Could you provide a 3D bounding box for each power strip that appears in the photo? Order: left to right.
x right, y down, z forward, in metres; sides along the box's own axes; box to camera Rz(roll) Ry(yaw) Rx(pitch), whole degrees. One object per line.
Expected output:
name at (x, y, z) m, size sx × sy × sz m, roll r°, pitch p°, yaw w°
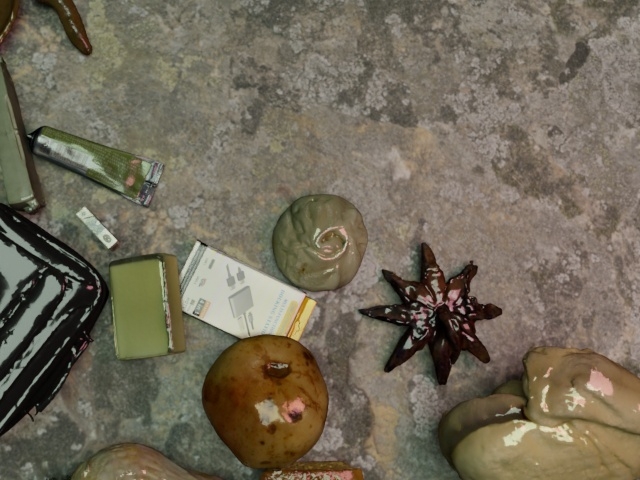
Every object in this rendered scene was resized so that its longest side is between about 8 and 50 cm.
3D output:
power strip at (-0.534, -0.180, 1.278) m, size 0.048 × 0.080 × 0.286 m, roll -15°, pitch 83°, yaw -9°

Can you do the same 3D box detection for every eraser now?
eraser at (-0.294, 0.113, 1.262) m, size 0.117 × 0.058 × 0.172 m, roll -10°, pitch 82°, yaw 21°

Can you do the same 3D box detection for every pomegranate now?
pomegranate at (-0.092, 0.268, 1.220) m, size 0.215 × 0.215 × 0.215 m, roll 1°, pitch 81°, yaw -8°

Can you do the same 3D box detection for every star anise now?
star anise at (0.207, 0.133, 1.334) m, size 0.271 × 0.102 × 0.272 m, roll 1°, pitch 79°, yaw -6°

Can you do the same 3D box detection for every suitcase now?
suitcase at (-0.546, 0.126, 1.192) m, size 0.339 × 0.188 × 0.345 m, roll 37°, pitch 76°, yaw -7°

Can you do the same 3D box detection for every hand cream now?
hand cream at (-0.402, -0.139, 1.313) m, size 0.235 × 0.055 × 0.086 m, roll 21°, pitch 81°, yaw -13°

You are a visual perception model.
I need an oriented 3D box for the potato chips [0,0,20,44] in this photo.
potato chips at (-0.615, -0.391, 1.313) m, size 0.150 × 0.049 × 0.202 m, roll 21°, pitch 80°, yaw -2°

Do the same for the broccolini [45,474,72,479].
broccolini at (-0.483, 0.457, 1.207) m, size 0.201 × 0.074 × 0.058 m, roll -37°, pitch 52°, yaw -1°

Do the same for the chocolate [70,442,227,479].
chocolate at (-0.251, 0.420, 1.207) m, size 0.309 × 0.134 × 0.134 m, roll 20°, pitch 79°, yaw -5°

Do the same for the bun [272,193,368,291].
bun at (0.000, 0.000, 1.322) m, size 0.183 × 0.102 × 0.183 m, roll 1°, pitch 79°, yaw -6°

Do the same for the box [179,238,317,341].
box at (-0.139, 0.107, 1.319) m, size 0.247 × 0.033 × 0.129 m, roll 25°, pitch 79°, yaw -4°

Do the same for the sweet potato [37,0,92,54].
sweet potato at (-0.490, -0.455, 1.331) m, size 0.075 × 0.075 × 0.269 m, roll -41°, pitch 99°, yaw -12°

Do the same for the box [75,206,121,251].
box at (-0.385, -0.019, 1.290) m, size 0.024 × 0.054 × 0.083 m, roll -44°, pitch 90°, yaw -8°

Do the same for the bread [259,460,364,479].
bread at (-0.020, 0.410, 1.257) m, size 0.187 × 0.103 × 0.065 m, roll 0°, pitch 82°, yaw -7°

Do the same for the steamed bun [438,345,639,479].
steamed bun at (0.401, 0.316, 1.261) m, size 0.372 × 0.230 × 0.325 m, roll -34°, pitch 112°, yaw 18°
